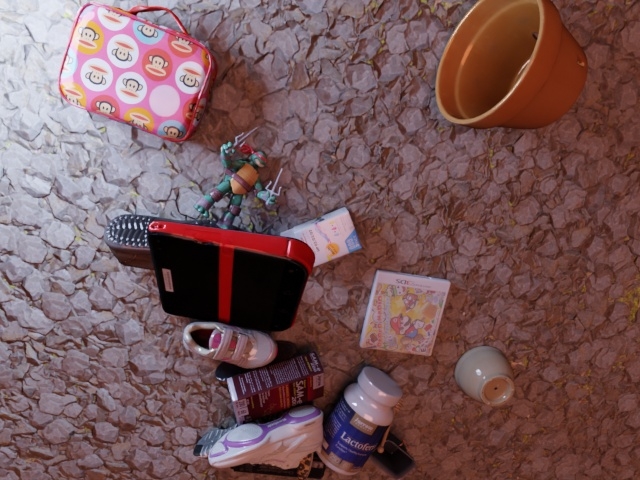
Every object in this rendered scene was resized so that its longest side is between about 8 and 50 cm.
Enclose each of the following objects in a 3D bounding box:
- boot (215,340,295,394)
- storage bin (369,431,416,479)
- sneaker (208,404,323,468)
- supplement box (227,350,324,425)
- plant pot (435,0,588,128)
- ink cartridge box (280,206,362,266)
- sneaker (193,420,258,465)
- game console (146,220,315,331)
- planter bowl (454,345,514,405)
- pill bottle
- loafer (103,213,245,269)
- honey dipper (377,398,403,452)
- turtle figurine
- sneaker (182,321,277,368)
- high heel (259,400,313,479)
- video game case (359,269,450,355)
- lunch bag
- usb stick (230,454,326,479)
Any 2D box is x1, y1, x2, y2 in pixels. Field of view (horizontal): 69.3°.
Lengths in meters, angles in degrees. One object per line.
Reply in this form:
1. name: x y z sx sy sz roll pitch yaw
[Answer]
1. boot: -0.169 0.348 1.261 0.220 0.082 0.106 -17 134 -12
2. storage bin: 0.204 0.604 1.347 0.135 0.091 0.098 43 98 -16
3. sneaker: -0.125 0.532 1.175 0.306 0.114 0.151 -10 100 -22
4. supplement box: -0.113 0.386 1.213 0.240 0.073 0.130 -15 134 -16
5. plant pot: 0.423 -0.365 1.005 0.204 0.291 0.290 13 105 -26
6. ink cartridge box: 0.000 0.000 1.167 0.182 0.061 0.104 -22 107 1
7. sneaker: -0.237 0.584 1.280 0.229 0.086 0.132 -28 108 24
8. game console: -0.204 0.096 1.069 0.343 0.060 0.386 11 144 -5
9. planter bowl: 0.474 0.394 1.303 0.162 0.109 0.161 -1 106 -5
10. pill bottle: 0.106 0.491 1.273 0.153 0.153 0.264 26 102 -12
11. loafer: -0.324 0.025 1.128 0.367 0.133 0.130 12 141 -10
12. honey dipper: 0.194 0.517 1.299 0.030 0.030 0.160 39 55 -14
13. turtle figurine: -0.181 -0.136 1.081 0.175 0.118 0.234 38 86 -17
14. sneaker: -0.235 0.263 1.164 0.253 0.111 0.102 8 76 2
15. high heel: -0.115 0.553 1.295 0.187 0.093 0.260 0 91 -11
16. video game case: 0.229 0.201 1.266 0.207 0.026 0.226 9 105 -8
17. lunch bag: -0.379 -0.371 0.992 0.294 0.120 0.258 21 103 -10
18. usb stick: -0.120 0.652 1.354 0.278 0.045 0.077 9 109 -8
